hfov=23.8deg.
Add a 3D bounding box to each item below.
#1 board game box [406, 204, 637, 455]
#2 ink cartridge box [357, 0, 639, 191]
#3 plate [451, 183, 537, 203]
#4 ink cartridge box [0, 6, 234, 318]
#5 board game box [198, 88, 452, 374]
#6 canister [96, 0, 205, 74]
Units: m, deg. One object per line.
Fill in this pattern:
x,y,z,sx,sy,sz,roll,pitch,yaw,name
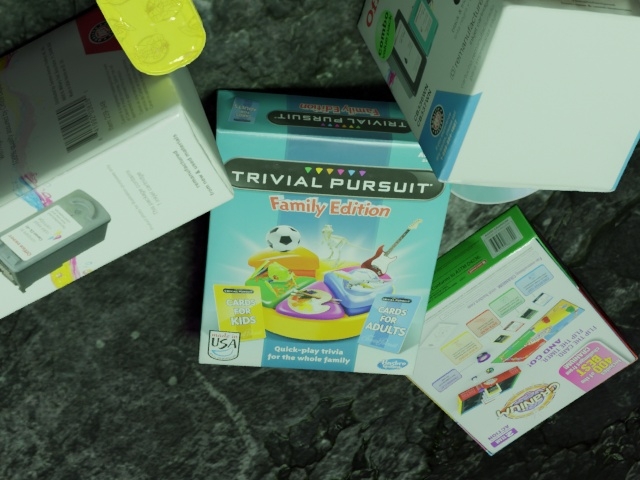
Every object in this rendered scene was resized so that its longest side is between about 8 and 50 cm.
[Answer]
0.233,0.124,1.934,0.242,0.064,0.316,-35,134,10,board game box
0.186,-0.208,1.474,0.197,0.270,0.198,2,129,-22,ink cartridge box
0.217,-0.121,1.737,0.188,0.024,0.188,-11,132,-12,plate
-0.260,-0.076,1.441,0.306,0.226,0.131,-28,133,5,ink cartridge box
0.000,0.000,1.675,0.254,0.079,0.336,3,130,-5,board game box
-0.170,-0.245,1.364,0.073,0.170,0.126,-26,134,2,canister
